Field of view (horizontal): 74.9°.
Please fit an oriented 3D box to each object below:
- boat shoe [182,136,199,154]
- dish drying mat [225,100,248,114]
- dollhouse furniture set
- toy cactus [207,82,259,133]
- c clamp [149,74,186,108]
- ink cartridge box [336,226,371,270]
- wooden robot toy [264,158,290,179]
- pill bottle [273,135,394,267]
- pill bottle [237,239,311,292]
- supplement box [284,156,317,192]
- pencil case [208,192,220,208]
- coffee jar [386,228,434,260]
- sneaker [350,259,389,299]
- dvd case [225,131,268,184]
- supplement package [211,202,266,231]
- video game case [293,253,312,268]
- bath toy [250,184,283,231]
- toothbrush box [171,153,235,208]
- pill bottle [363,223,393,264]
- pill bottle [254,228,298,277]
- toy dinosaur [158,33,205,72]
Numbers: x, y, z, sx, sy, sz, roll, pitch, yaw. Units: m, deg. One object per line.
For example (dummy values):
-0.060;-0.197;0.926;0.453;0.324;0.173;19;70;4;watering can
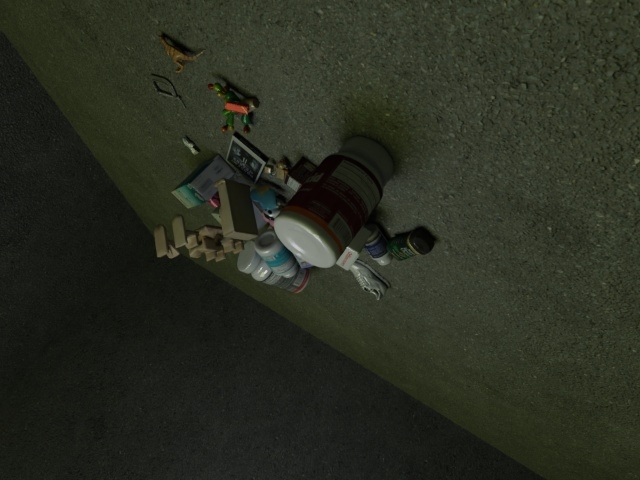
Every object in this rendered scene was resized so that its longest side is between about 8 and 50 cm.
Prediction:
-0.627;-0.464;2.035;0.035;0.035;0.100;-17;123;28;boat shoe
-0.295;-0.467;1.472;0.084;0.008;0.032;13;131;3;dish drying mat
-0.506;-0.085;1.943;0.395;0.256;0.362;-22;163;30;dollhouse furniture set
-0.304;-0.480;1.518;0.181;0.112;0.218;0;128;38;toy cactus
-0.658;-0.635;1.780;0.161;0.022;0.137;26;154;20;c clamp
0.036;-0.025;1.597;0.273;0.114;0.197;33;157;5;ink cartridge box
-0.151;-0.293;1.680;0.173;0.076;0.078;27;131;36;wooden robot toy
0.053;-0.129;1.296;0.224;0.392;0.224;29;154;16;pill bottle
-0.245;0.137;2.243;0.363;0.210;0.210;25;165;-34;pill bottle
-0.031;-0.216;1.600;0.188;0.104;0.081;37;156;1;supplement box
-0.560;-0.194;2.355;0.209;0.095;0.098;47;170;-16;pencil case
0.335;0.018;1.562;0.096;0.079;0.184;42;155;-12;coffee jar
0.216;0.182;1.991;0.235;0.094;0.090;37;157;3;sneaker
-0.326;-0.354;1.834;0.179;0.029;0.239;39;155;-5;dvd case
-0.433;-0.122;2.238;0.203;0.149;0.194;7;142;49;supplement package
0.000;0.000;1.821;0.270;0.061;0.244;-14;135;13;video game case
-0.234;-0.121;2.000;0.129;0.151;0.348;-7;150;4;bath toy
-0.582;-0.286;2.066;0.126;0.216;0.296;48;154;-22;toothbrush box
0.226;0.021;1.690;0.094;0.094;0.169;5;140;49;pill bottle
-0.202;0.073;2.031;0.146;0.146;0.264;18;152;35;pill bottle
-0.501;-0.657;1.487;0.212;0.064;0.112;31;154;12;toy dinosaur
